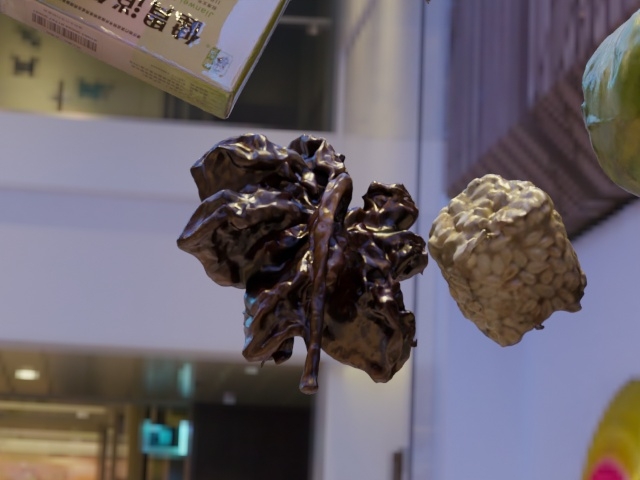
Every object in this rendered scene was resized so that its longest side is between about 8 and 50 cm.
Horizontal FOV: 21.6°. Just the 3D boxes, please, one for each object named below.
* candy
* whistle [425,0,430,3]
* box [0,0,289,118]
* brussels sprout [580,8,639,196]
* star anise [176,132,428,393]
[{"bbox_3d":[0.132,0.013,1.183,0.110,0.095,0.085,53,-2,-34],"label":"candy"},{"bbox_3d":[0.110,-0.205,1.269,0.083,0.029,0.033,-38,4,-21],"label":"whistle"},{"bbox_3d":[-0.170,-0.256,1.686,0.260,0.175,0.062,26,-24,1],"label":"box"},{"bbox_3d":[0.341,-0.126,1.482,0.223,0.223,0.161,1,11,4],"label":"brussels sprout"},{"bbox_3d":[0.000,0.000,1.257,0.190,0.220,0.126,-11,-35,-52],"label":"star anise"}]
